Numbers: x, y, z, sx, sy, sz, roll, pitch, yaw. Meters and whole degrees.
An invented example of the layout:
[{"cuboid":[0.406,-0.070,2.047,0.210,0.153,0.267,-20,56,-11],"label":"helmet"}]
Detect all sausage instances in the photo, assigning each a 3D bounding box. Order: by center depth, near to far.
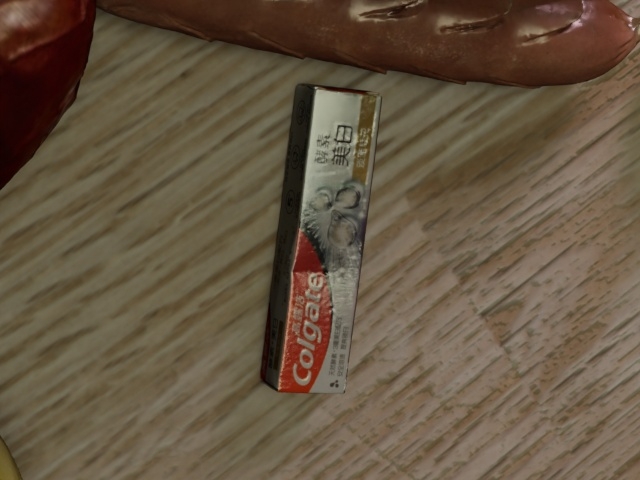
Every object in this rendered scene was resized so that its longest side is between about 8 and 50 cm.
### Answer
[{"cuboid":[0.030,-0.161,1.168,0.433,0.088,0.088,6,96,-18],"label":"sausage"}]

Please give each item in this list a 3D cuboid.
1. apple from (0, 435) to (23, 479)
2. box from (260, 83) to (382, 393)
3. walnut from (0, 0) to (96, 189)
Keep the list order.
[{"cuboid":[-0.272,0.177,1.067,0.200,0.200,0.200,-3,98,-18],"label":"apple"},{"cuboid":[0.000,0.000,1.201,0.055,0.039,0.218,6,96,-20],"label":"box"},{"cuboid":[-0.272,-0.113,1.025,0.269,0.244,0.222,-34,145,-18],"label":"walnut"}]
